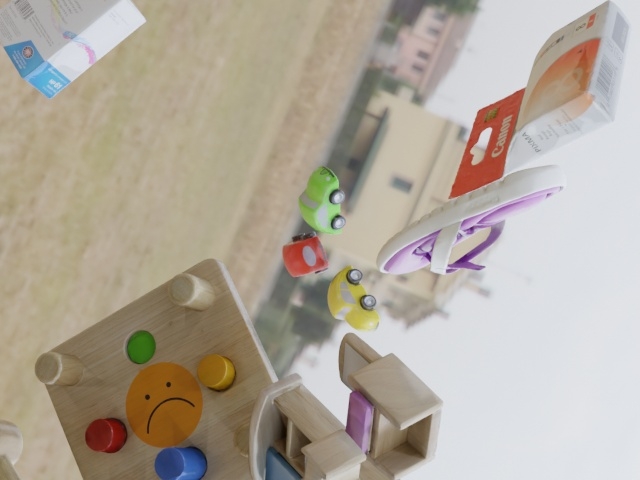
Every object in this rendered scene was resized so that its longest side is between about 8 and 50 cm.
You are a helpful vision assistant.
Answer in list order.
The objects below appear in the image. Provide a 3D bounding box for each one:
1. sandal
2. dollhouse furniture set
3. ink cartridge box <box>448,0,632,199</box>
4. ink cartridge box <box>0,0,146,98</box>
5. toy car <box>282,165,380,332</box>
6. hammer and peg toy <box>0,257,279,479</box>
[{"bbox_3d":[0.226,-0.001,2.053,0.416,0.169,0.102,-36,-112,54],"label":"sandal"},{"bbox_3d":[-0.084,0.241,1.125,0.303,0.198,0.286,-23,134,-31],"label":"dollhouse furniture set"},{"bbox_3d":[0.187,-0.125,1.166,0.179,0.045,0.145,-24,-151,37],"label":"ink cartridge box"},{"bbox_3d":[-0.239,-0.208,1.235,0.122,0.088,0.052,-38,151,6],"label":"ink cartridge box"},{"bbox_3d":[0.000,0.000,1.850,0.239,0.053,0.225,42,-34,47],"label":"toy car"},{"bbox_3d":[-0.210,0.217,1.466,0.361,0.266,0.127,-31,162,12],"label":"hammer and peg toy"}]
